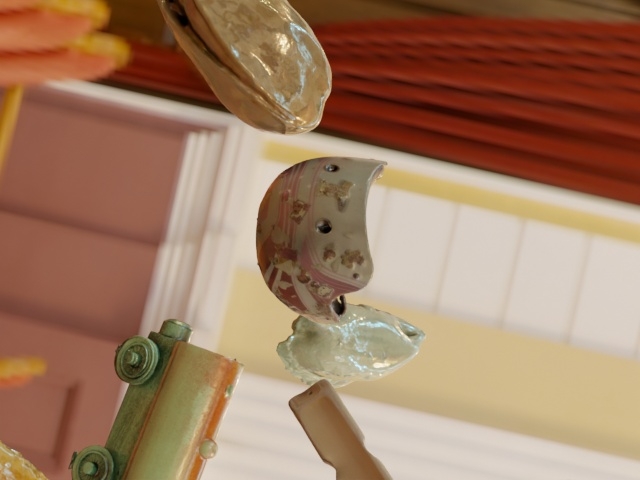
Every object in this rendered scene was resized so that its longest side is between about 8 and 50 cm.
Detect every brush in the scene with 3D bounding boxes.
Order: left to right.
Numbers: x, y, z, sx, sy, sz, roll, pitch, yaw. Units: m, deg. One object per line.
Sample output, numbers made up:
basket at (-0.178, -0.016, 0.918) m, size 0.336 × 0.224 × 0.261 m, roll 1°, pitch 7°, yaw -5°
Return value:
brush at (0.048, 0.276, 1.980) m, size 0.050 × 0.060 × 0.321 m, roll 60°, pitch -4°, yaw -39°

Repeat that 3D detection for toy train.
toy train at (-0.204, 0.247, 2.188) m, size 0.116 × 0.177 × 0.285 m, roll 34°, pitch 75°, yaw -55°

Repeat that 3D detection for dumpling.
dumpling at (0.037, 0.142, 2.310) m, size 0.149 × 0.217 × 0.105 m, roll -23°, pitch -115°, yaw 59°

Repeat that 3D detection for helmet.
helmet at (-0.012, -0.007, 1.600) m, size 0.177 × 0.107 × 0.153 m, roll 127°, pitch -27°, yaw -55°

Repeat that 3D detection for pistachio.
pistachio at (-0.078, -0.204, 1.763) m, size 0.136 × 0.226 × 0.136 m, roll -42°, pitch 180°, yaw 0°

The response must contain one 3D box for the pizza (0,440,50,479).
pizza at (-0.323, 0.125, 1.203) m, size 0.161 × 0.305 × 0.085 m, roll 119°, pitch -4°, yaw -59°
